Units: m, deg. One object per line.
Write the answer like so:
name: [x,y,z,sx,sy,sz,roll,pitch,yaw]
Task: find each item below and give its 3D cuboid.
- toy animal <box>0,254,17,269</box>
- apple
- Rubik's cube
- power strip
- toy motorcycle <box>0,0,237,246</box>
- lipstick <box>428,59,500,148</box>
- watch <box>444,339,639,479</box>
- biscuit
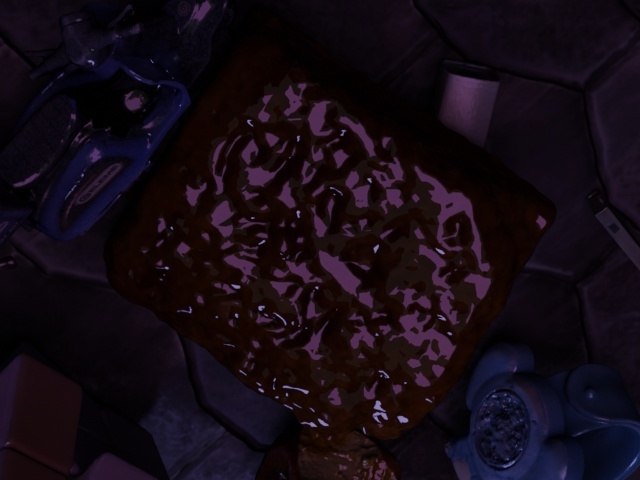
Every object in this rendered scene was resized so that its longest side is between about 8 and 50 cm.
toy animal: [-0.418,0.027,1.733,0.176,0.073,0.217,-35,115,-18]
apple: [0.009,0.286,1.918,0.158,0.147,0.156,14,78,-27]
Rubik's cube: [-0.332,0.324,1.757,0.387,0.368,0.358,-46,129,11]
power strip: [0.347,0.000,1.906,0.019,0.051,0.136,-37,116,10]
toy motorcycle: [-0.225,-0.127,1.630,0.358,0.212,0.125,-47,73,19]
lipstick: [0.134,-0.066,1.820,0.077,0.079,0.253,8,110,-8]
watch: [0.272,0.231,1.940,0.193,0.211,0.211,11,112,-35]
biscuit: [0.000,0.000,1.727,0.395,0.166,0.343,32,106,-4]
